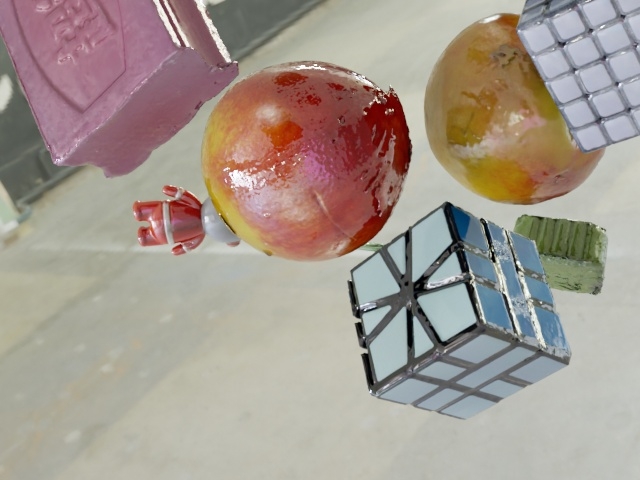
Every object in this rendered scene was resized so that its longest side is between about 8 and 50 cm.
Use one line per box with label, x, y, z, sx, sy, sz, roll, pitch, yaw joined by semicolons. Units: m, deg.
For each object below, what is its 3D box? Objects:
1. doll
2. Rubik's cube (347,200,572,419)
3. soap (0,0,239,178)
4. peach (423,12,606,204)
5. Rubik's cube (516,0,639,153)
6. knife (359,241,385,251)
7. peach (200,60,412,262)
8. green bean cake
doll;-0.212;-0.040;1.716;0.245;0.142;0.076;-7;32;-2
Rubik's cube;0.256;0.143;1.800;0.293;0.283;0.288;-38;49;37
soap;-0.274;-0.286;1.184;0.233;0.359;0.128;-37;-24;23
peach;0.334;-0.227;1.691;0.290;0.372;0.373;-51;29;-10
Rubik's cube;0.447;-0.307;1.367;0.238;0.237;0.237;-20;26;34
knife;0.000;-0.002;1.968;0.293;0.019;0.043;8;18;19
peach;-0.012;-0.136;1.567;0.370;0.370;0.370;-21;23;9
green bean cake;0.526;0.033;2.107;0.214;0.200;0.113;11;68;18
